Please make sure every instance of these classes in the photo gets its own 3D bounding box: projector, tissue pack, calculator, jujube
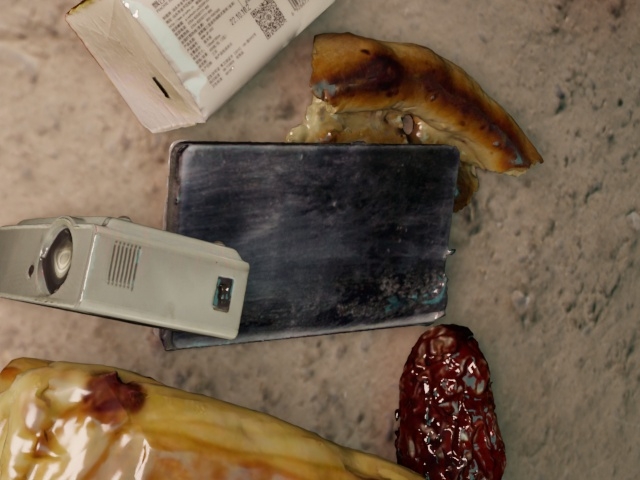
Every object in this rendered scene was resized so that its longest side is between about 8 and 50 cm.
[{"bbox_3d":[-0.132,0.021,0.649,0.115,0.147,0.061,14,81,-37],"label":"projector"},{"bbox_3d":[-0.082,-0.163,0.711,0.149,0.099,0.106,-47,116,-26],"label":"tissue pack"},{"bbox_3d":[0.000,0.000,0.792,0.261,0.021,0.161,-1,105,-31],"label":"calculator"},{"bbox_3d":[0.112,0.155,0.879,0.104,0.104,0.166,5,86,-38],"label":"jujube"}]

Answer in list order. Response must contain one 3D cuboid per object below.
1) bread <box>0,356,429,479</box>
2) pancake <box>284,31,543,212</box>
[{"bbox_3d":[-0.086,0.255,0.675,0.369,0.191,0.314,19,86,-24],"label":"bread"},{"bbox_3d":[0.069,-0.091,0.856,0.257,0.056,0.212,-37,115,-30],"label":"pancake"}]
